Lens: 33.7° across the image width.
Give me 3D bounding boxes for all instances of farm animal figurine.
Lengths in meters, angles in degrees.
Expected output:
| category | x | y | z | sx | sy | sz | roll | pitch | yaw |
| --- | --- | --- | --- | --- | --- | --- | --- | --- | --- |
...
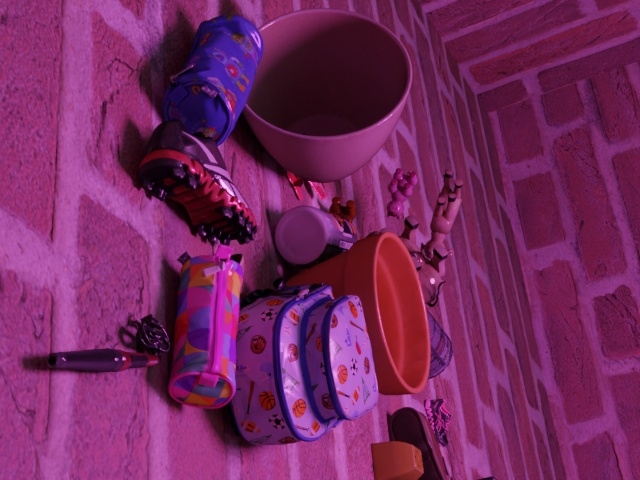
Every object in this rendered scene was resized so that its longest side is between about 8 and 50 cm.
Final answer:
| category | x | y | z | sx | sy | sz | roll | pitch | yaw |
| --- | --- | --- | --- | --- | --- | --- | --- | --- | --- |
| farm animal figurine | 0.180 | 0.013 | 2.258 | 0.172 | 0.331 | 0.326 | 92 | -18 | -48 |

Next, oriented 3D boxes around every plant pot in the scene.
| category | x | y | z | sx | sy | sz | roll | pitch | yaw |
| --- | --- | --- | --- | --- | --- | --- | --- | --- | --- |
| plant pot | 0.058 | 0.147 | 1.904 | 0.291 | 0.204 | 0.290 | -13 | 90 | -69 |
| plant pot | 0.159 | 0.446 | 2.110 | 0.081 | 0.083 | 0.081 | 44 | 34 | -52 |

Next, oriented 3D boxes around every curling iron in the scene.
| category | x | y | z | sx | sy | sz | roll | pitch | yaw |
| --- | --- | --- | --- | --- | --- | --- | --- | --- | --- |
| curling iron | -0.267 | 0.139 | 1.334 | 0.068 | 0.035 | 0.274 | 70 | 19 | 5 |

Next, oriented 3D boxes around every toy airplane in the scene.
| category | x | y | z | sx | sy | sz | roll | pitch | yaw |
| --- | --- | --- | --- | --- | --- | --- | --- | --- | --- |
| toy airplane | -0.034 | -0.135 | 2.179 | 0.151 | 0.028 | 0.151 | 51 | 29 | -42 |

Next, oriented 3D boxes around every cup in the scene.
| category | x | y | z | sx | sy | sz | roll | pitch | yaw |
| --- | --- | --- | --- | --- | --- | --- | --- | --- | --- |
| cup | 0.004 | -0.248 | 2.034 | 0.237 | 0.331 | 0.331 | 89 | -2 | -56 |

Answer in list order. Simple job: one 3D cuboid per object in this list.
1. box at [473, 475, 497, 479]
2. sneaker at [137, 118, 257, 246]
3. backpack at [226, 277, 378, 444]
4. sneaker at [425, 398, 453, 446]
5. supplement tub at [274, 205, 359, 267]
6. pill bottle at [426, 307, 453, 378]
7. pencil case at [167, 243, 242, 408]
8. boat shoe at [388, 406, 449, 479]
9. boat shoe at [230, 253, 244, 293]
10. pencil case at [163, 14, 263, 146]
| category | x | y | z | sx | sy | sz | roll | pitch | yaw |
| --- | --- | --- | --- | --- | --- | --- | --- | --- | --- |
| box | 0.309 | 0.581 | 2.271 | 0.029 | 0.162 | 0.116 | 46 | 32 | -49 |
| sneaker | -0.182 | -0.092 | 1.657 | 0.276 | 0.098 | 0.135 | 44 | 36 | -49 |
| backpack | -0.038 | 0.201 | 1.655 | 0.263 | 0.213 | 0.276 | -18 | 93 | -59 |
| sneaker | 0.289 | 0.430 | 2.503 | 0.047 | 0.057 | 0.119 | -7 | 81 | -72 |
| supplement tub | 0.000 | 0.000 | 2.026 | 0.190 | 0.117 | 0.116 | 14 | 60 | -67 |
| pill bottle | 0.193 | 0.199 | 2.339 | 0.245 | 0.131 | 0.130 | 52 | 28 | -45 |
| pencil case | -0.164 | 0.124 | 1.521 | 0.104 | 0.105 | 0.236 | 51 | 28 | -44 |
| boat shoe | 0.225 | 0.500 | 2.198 | 0.104 | 0.111 | 0.307 | 40 | 37 | -53 |
| boat shoe | -0.149 | 0.076 | 1.680 | 0.045 | 0.050 | 0.135 | 63 | 32 | -31 |
| pencil case | -0.182 | -0.278 | 1.787 | 0.133 | 0.119 | 0.306 | 50 | 28 | -24 |
